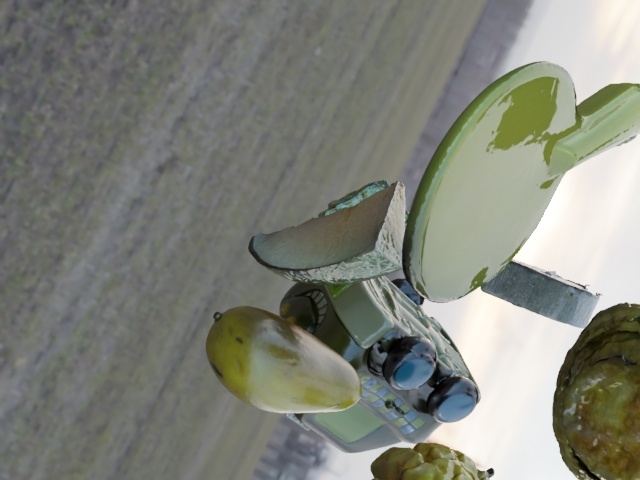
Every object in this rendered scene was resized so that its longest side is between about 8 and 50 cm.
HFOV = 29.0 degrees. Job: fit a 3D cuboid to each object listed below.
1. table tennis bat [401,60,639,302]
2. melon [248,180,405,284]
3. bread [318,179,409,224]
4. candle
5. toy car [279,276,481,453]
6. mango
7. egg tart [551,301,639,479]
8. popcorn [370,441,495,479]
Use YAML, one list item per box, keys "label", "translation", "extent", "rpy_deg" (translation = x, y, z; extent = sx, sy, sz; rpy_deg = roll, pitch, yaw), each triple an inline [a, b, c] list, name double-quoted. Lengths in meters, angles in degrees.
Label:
- label: "table tennis bat"
  translation: [0.193, -0.074, 1.112]
  extent: [0.369, 0.054, 0.224]
  rpy_deg: [-28, 139, -40]
- label: "melon"
  translation: [0.001, 0.006, 1.226]
  extent: [0.182, 0.054, 0.098]
  rpy_deg: [-19, -131, 29]
- label: "bread"
  translation: [0.070, -0.038, 2.178]
  extent: [0.156, 0.103, 0.110]
  rpy_deg: [-21, 179, -11]
- label: "candle"
  translation: [0.333, 0.074, 1.887]
  extent: [0.192, 0.168, 0.068]
  rpy_deg: [-57, 167, -86]
- label: "toy car"
  translation: [0.041, 0.141, 1.383]
  extent: [0.198, 0.248, 0.204]
  rpy_deg: [-38, -141, 12]
- label: "mango"
  translation: [-0.033, 0.116, 1.136]
  extent: [0.076, 0.161, 0.103]
  rpy_deg: [-56, -150, 17]
- label: "egg tart"
  translation: [0.408, 0.224, 1.598]
  extent: [0.123, 0.294, 0.294]
  rpy_deg: [-9, 131, -46]
- label: "popcorn"
  translation: [0.108, 0.271, 1.203]
  extent: [0.152, 0.148, 0.167]
  rpy_deg: [-18, -179, -18]
